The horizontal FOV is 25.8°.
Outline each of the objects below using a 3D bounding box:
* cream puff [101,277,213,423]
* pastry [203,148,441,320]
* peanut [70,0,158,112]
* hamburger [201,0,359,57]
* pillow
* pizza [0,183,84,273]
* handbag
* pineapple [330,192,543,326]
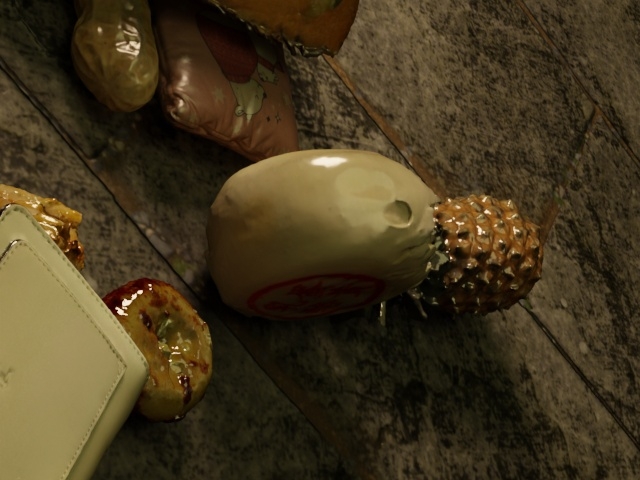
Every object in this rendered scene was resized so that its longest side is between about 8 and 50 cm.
[{"bbox_3d":[-0.175,0.112,1.377,0.149,0.084,0.149,24,56,-40],"label":"cream puff"},{"bbox_3d":[0.001,-0.001,1.497,0.265,0.265,0.133,9,62,-46],"label":"pastry"},{"bbox_3d":[-0.228,-0.226,1.518,0.093,0.083,0.194,-10,67,-14],"label":"peanut"},{"bbox_3d":[-0.106,-0.428,1.572,0.445,0.287,0.268,26,22,-36],"label":"hamburger"},{"bbox_3d":[-0.115,-0.195,1.623,0.236,0.084,0.223,22,48,-45],"label":"pillow"},{"bbox_3d":[-0.280,-0.012,1.296,0.182,0.062,0.161,22,13,-36],"label":"pizza"},{"bbox_3d":[-0.303,0.174,1.140,0.237,0.160,0.358,51,40,-23],"label":"handbag"},{"bbox_3d":[0.122,0.026,1.719,0.340,0.169,0.169,-4,72,-43],"label":"pineapple"}]
